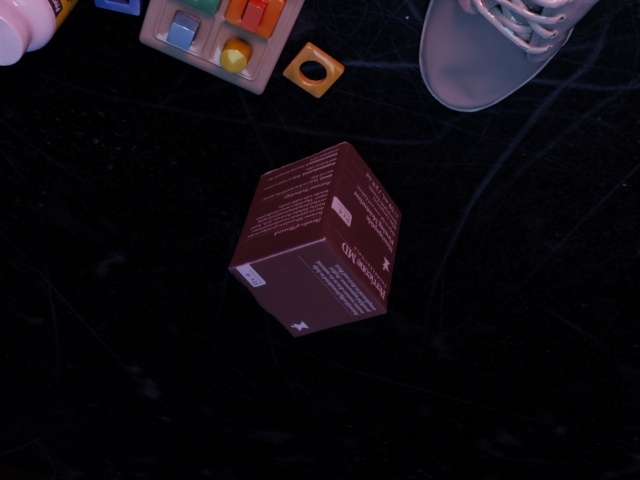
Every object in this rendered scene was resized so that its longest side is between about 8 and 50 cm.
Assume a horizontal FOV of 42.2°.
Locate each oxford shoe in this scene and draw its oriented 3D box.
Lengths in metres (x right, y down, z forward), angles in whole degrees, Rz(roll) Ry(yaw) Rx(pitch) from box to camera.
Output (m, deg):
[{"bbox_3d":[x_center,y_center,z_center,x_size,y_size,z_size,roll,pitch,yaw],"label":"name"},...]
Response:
[{"bbox_3d":[0.226,-0.277,0.882,0.169,0.130,0.449,31,146,-7],"label":"oxford shoe"}]

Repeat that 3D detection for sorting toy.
[{"bbox_3d":[-0.130,-0.281,1.062,0.348,0.047,0.196,23,137,-10],"label":"sorting toy"}]

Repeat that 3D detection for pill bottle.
[{"bbox_3d":[-0.358,-0.295,1.006,0.103,0.184,0.103,8,138,7],"label":"pill bottle"}]

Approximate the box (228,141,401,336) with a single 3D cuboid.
[{"bbox_3d":[0.000,0.000,1.212,0.167,0.203,0.168,-18,129,30],"label":"box"}]
